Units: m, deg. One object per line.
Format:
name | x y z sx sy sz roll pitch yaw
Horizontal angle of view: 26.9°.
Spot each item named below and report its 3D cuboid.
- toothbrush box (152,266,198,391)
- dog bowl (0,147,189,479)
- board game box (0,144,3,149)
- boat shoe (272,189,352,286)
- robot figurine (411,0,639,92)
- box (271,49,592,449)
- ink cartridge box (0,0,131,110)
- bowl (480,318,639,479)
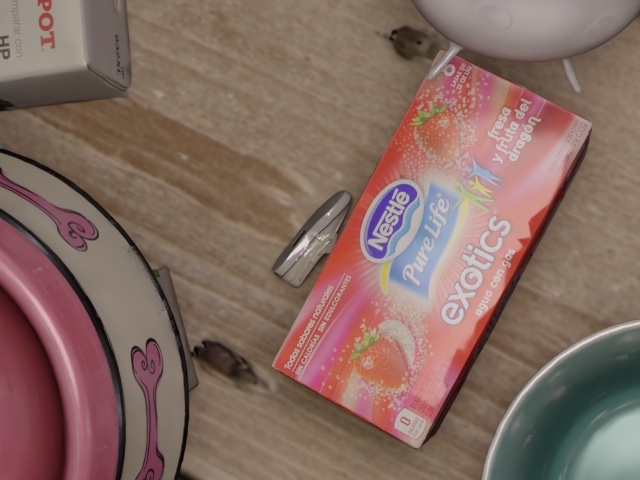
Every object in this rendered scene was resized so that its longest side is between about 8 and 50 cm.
toothbrush box | -0.272 0.120 1.160 0.283 0.206 0.122 -16 92 9
dog bowl | -0.311 0.129 0.986 0.408 0.150 0.408 1 95 8
board game box | -0.383 -0.077 1.134 0.144 0.142 0.275 -21 118 18
boat shoe | 0.000 0.000 1.220 0.035 0.035 0.100 39 89 -17
robot figurine | 0.167 -0.288 1.004 0.300 0.200 0.353 9 109 4
box | 0.100 0.010 1.140 0.142 0.154 0.300 28 92 11
ink cartridge box | -0.348 -0.236 1.247 0.307 0.129 0.223 -6 84 9
bowl | 0.287 0.217 1.084 0.311 0.163 0.311 -1 86 10
